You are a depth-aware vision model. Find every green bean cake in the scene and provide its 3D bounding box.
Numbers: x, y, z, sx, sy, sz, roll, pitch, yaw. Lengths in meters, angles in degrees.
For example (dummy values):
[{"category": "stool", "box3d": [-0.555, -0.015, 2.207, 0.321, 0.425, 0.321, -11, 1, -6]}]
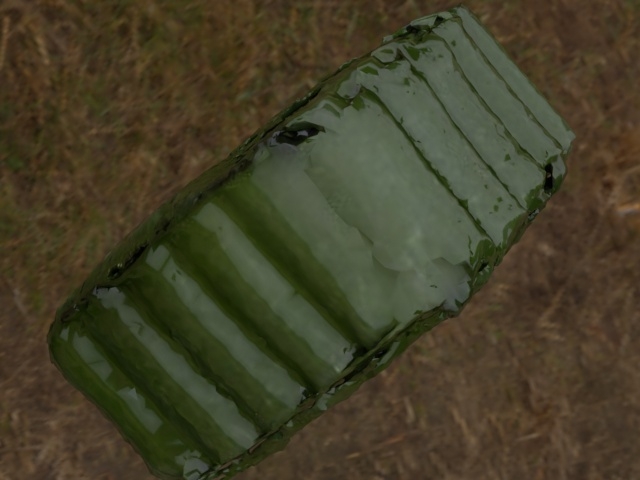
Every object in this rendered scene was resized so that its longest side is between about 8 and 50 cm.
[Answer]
[{"category": "green bean cake", "box3d": [0.000, 0.000, 0.625, 0.113, 0.214, 0.200, 50, 36, -2]}]
